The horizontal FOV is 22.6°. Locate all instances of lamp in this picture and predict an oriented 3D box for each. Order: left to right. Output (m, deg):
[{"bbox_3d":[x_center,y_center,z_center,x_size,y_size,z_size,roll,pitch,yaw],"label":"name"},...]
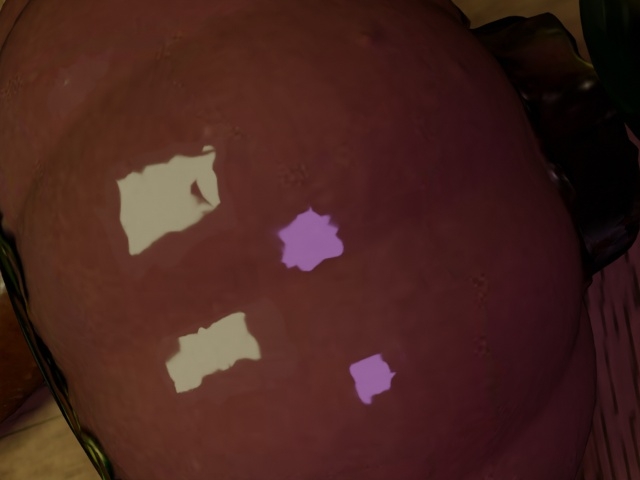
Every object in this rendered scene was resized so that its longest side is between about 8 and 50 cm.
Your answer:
[{"bbox_3d":[0.000,0.000,0.630,0.305,0.240,0.305,62,169,21],"label":"lamp"}]

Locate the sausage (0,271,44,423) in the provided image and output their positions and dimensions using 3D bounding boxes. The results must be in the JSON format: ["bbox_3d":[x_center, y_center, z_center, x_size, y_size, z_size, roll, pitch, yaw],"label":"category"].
[{"bbox_3d":[-0.208,0.061,0.958,0.302,0.076,0.102,-41,50,34],"label":"sausage"}]

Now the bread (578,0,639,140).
[{"bbox_3d":[0.245,-0.048,0.398,0.251,0.208,0.376,-50,49,-2],"label":"bread"}]
